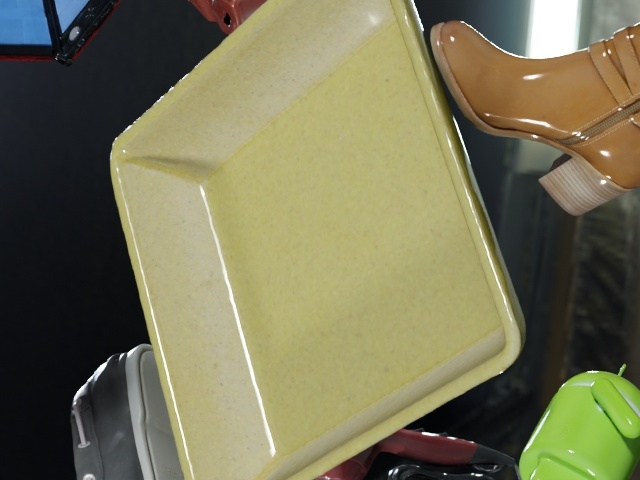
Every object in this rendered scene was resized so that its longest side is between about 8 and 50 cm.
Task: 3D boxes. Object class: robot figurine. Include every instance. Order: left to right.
[{"bbox_3d":[0.170,0.131,0.960,0.115,0.067,0.101,-52,-20,-39],"label":"robot figurine"}]

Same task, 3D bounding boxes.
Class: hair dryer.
[{"bbox_3d":[0.082,0.227,1.666,0.223,0.080,0.293,-25,-94,-31],"label":"hair dryer"}]

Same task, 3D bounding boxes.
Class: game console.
[{"bbox_3d":[-0.255,-0.228,1.358,0.085,0.144,0.124,27,-64,-35],"label":"game console"}]

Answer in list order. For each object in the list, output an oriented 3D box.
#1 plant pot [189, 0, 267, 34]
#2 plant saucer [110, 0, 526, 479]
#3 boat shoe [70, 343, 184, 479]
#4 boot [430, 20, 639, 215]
[{"bbox_3d":[-0.051,-0.386,1.700,0.265,0.272,0.272,-38,-42,-10],"label":"plant pot"},{"bbox_3d":[0.000,0.000,1.074,0.081,0.332,0.333,5,-121,-42],"label":"plant saucer"},{"bbox_3d":[-0.165,0.248,1.339,0.112,0.095,0.335,38,-149,-42],"label":"boat shoe"},{"bbox_3d":[0.192,-0.124,1.118,0.197,0.152,0.073,42,-143,-13],"label":"boot"}]
